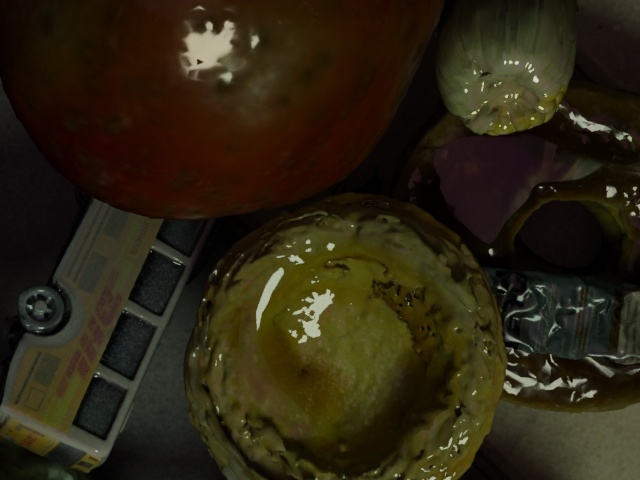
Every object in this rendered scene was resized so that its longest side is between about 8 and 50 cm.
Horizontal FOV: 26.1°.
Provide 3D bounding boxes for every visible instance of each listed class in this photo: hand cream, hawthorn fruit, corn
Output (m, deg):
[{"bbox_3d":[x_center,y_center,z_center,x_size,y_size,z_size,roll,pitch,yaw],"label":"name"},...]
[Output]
[{"bbox_3d":[0.237,0.070,1.198,0.247,0.052,0.075,8,92,6],"label":"hand cream"},{"bbox_3d":[-0.077,-0.229,1.094,0.402,0.403,0.403,0,99,2],"label":"hawthorn fruit"},{"bbox_3d":[0.156,-0.212,1.172,0.122,0.305,0.123,4,131,3],"label":"corn"}]

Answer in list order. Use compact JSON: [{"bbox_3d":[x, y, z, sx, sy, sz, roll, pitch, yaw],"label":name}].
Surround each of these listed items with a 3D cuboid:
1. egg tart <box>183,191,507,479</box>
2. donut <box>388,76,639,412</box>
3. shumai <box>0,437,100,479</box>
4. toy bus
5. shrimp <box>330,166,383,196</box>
[{"bbox_3d":[0.022,0.101,1.168,0.288,0.118,0.288,0,90,14],"label":"egg tart"},{"bbox_3d":[0.218,-0.010,1.271,0.330,0.160,0.330,0,111,1],"label":"donut"},{"bbox_3d":[-0.279,0.355,1.270,0.348,0.395,0.395,28,100,-26],"label":"shumai"},{"bbox_3d":[-0.180,0.027,1.223,0.138,0.097,0.343,28,63,-8],"label":"toy bus"},{"bbox_3d":[0.002,0.002,1.325,0.174,0.082,0.076,-40,140,14],"label":"shrimp"}]
